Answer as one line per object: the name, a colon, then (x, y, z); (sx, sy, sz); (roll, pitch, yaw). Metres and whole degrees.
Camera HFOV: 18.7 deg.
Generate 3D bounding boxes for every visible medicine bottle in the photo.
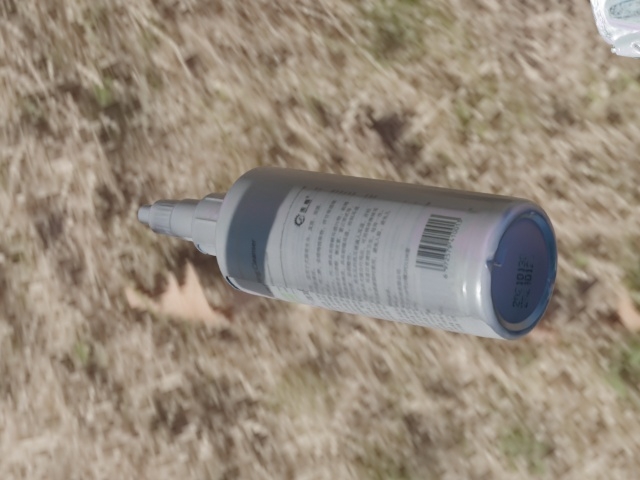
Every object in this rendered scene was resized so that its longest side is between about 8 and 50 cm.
medicine bottle: (0.000, 0.000, 0.801); (0.057, 0.199, 0.057); (-12, 106, -51)

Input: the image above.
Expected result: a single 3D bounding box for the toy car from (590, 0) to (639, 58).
toy car: (0.142, -0.090, 0.698); (0.093, 0.025, 0.041); (-7, 115, 35)
